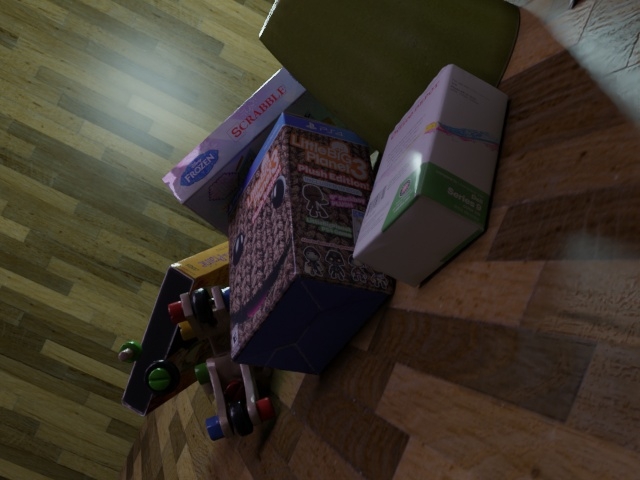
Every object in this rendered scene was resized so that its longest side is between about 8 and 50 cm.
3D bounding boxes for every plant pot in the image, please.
[{"bbox_3d":[0.073,-0.272,1.148,0.275,0.293,0.275,-61,11,20],"label":"plant pot"}]

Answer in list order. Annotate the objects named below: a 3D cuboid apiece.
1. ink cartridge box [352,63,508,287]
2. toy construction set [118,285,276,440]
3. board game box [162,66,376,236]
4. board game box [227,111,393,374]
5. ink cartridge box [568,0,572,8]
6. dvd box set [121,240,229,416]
[{"bbox_3d":[0.131,-0.076,0.967,0.154,0.093,0.213,-49,20,52],"label":"ink cartridge box"},{"bbox_3d":[-0.137,0.172,1.432,0.309,0.257,0.237,-43,-1,1],"label":"toy construction set"},{"bbox_3d":[-0.067,-0.135,1.401,0.318,0.066,0.319,-42,-25,1],"label":"board game box"},{"bbox_3d":[-0.028,0.007,1.194,0.232,0.141,0.291,-54,32,43],"label":"board game box"},{"bbox_3d":[0.333,-0.377,0.864,0.225,0.056,0.181,97,-169,-60],"label":"ink cartridge box"},{"bbox_3d":[-0.215,0.144,1.659,0.420,0.062,0.308,-26,-38,-65],"label":"dvd box set"}]
